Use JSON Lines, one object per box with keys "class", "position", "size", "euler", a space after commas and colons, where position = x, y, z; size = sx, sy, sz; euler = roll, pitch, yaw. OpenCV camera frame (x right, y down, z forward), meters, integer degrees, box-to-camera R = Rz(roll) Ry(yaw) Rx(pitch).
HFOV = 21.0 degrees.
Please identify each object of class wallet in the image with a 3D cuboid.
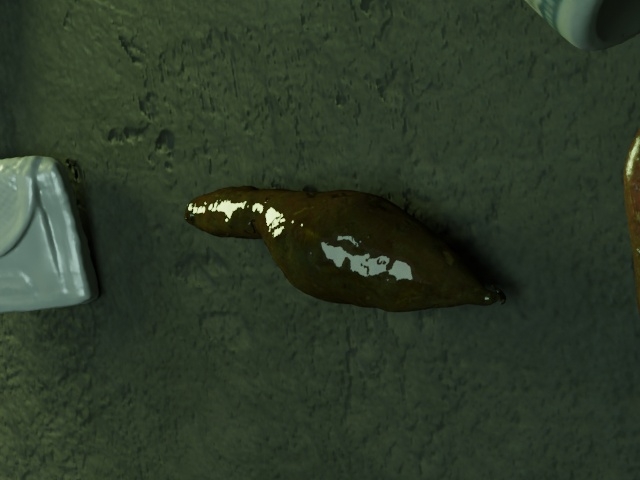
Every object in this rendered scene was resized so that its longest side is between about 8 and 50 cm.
{"class": "wallet", "position": [-0.260, 0.001, 1.343], "size": [0.183, 0.032, 0.124], "euler": [-7, 105, 29]}

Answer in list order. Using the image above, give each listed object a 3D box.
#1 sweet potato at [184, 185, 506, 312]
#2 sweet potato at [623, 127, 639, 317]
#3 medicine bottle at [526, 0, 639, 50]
{"class": "sweet potato", "position": [-0.003, -0.001, 1.121], "size": [0.269, 0.075, 0.074], "euler": [16, 112, 40]}
{"class": "sweet potato", "position": [0.202, 0.026, 0.976], "size": [0.050, 0.050, 0.214], "euler": [4, 108, 39]}
{"class": "medicine bottle", "position": [0.107, -0.224, 0.923], "size": [0.237, 0.139, 0.139], "euler": [47, 127, 18]}
